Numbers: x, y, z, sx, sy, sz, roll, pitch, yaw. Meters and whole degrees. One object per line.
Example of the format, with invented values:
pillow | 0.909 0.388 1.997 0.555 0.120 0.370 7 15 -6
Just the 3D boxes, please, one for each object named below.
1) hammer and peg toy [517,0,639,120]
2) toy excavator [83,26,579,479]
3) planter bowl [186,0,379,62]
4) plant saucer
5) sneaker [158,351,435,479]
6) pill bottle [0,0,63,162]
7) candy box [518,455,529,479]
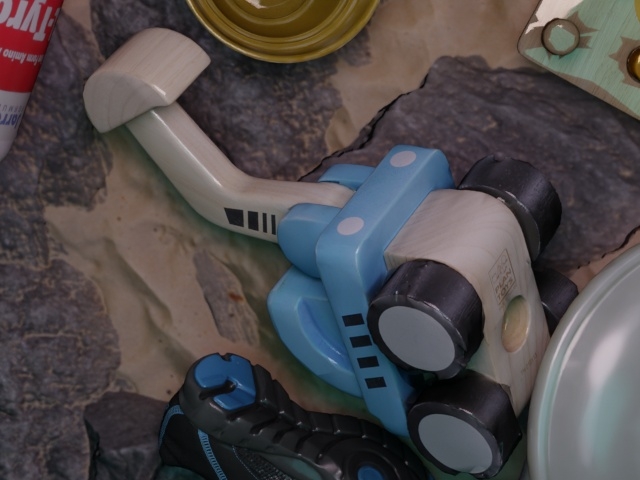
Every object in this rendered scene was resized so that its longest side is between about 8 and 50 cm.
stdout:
hammer and peg toy | 0.394 -0.284 1.684 0.266 0.127 0.361 29 99 0
toy excavator | 0.000 0.000 1.701 0.445 0.222 0.433 7 133 34
planter bowl | -0.046 -0.281 1.725 0.217 0.090 0.217 1 86 -11
plant saucer | 0.397 0.188 1.677 0.400 0.100 0.401 -4 99 -25
sneaker | -0.014 0.252 1.814 0.340 0.125 0.140 33 126 -4
pill bottle | -0.391 -0.212 1.703 0.229 0.229 0.408 21 99 1
candy box | 0.311 0.269 1.797 0.196 0.070 0.165 18 99 1
